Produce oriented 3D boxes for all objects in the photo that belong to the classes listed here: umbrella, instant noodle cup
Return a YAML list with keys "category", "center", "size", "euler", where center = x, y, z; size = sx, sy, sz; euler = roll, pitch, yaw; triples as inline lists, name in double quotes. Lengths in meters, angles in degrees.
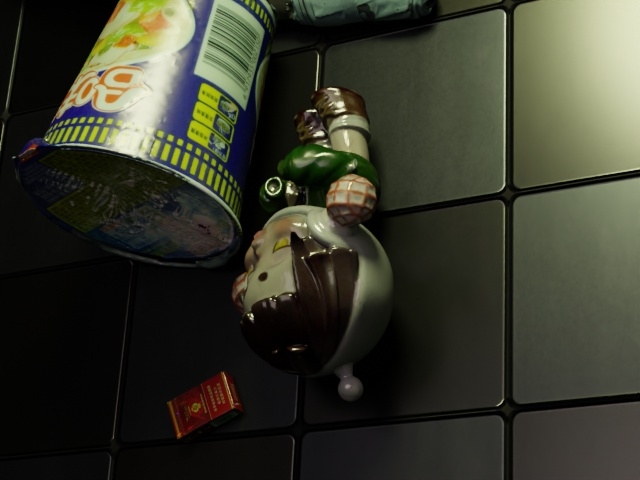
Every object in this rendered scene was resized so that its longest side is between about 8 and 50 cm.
- category: "umbrella"
  center: [0.027, -0.293, 1.849]
  size: [0.250, 0.052, 0.053]
  euler: [-1, 102, 29]
- category: "instant noodle cup"
  center: [-0.185, -0.166, 1.792]
  size: [0.284, 0.284, 0.312]
  euler: [0, 60, 30]

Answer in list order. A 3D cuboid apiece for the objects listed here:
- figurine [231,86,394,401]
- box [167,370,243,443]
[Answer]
- category: "figurine"
  center: [0.000, 0.000, 1.665]
  size: [0.281, 0.167, 0.370]
  euler: [-44, 33, 48]
- category: "box"
  center: [-0.134, 0.194, 1.728]
  size: [0.082, 0.023, 0.051]
  euler: [-30, 55, 14]
